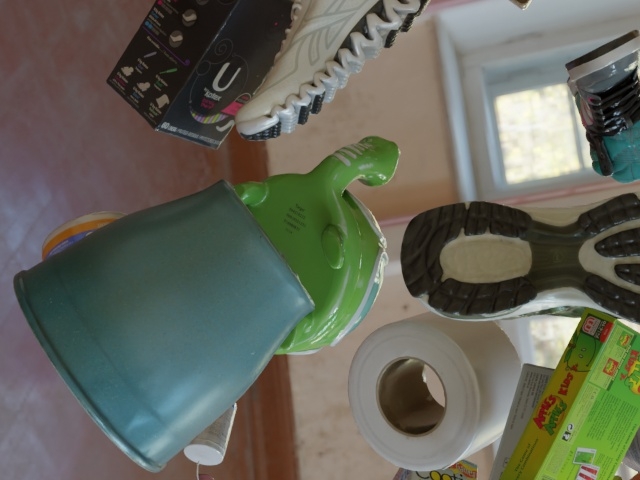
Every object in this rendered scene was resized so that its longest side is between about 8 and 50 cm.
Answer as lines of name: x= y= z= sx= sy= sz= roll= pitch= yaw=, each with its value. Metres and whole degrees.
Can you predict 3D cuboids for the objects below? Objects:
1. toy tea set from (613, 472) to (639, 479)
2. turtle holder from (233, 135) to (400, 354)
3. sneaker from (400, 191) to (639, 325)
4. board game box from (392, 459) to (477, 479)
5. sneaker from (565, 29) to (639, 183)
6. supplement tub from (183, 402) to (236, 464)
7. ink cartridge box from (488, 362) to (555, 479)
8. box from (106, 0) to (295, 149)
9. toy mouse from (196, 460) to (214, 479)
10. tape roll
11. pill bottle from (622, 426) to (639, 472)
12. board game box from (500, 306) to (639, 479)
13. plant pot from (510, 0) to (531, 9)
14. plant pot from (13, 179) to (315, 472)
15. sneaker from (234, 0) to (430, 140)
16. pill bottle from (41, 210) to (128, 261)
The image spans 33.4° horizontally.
toy tea set: x=0.542 y=0.460 z=1.529 sx=0.200 sy=0.124 sz=0.336 roll=30 pitch=17 yaw=-16
turtle holder: x=-0.017 y=0.005 z=1.544 sx=0.227 sy=0.243 sz=0.321 roll=8 pitch=84 yaw=-58
sneaker: x=0.298 y=0.030 z=1.232 sx=0.182 sy=0.410 sz=0.158 roll=62 pitch=33 yaw=-80
board game box: x=0.208 y=0.543 z=2.059 sx=0.275 sy=0.144 sz=0.142 roll=-72 pitch=-174 yaw=-61
sneaker: x=0.409 y=-0.170 z=1.449 sx=0.178 sy=0.123 sz=0.295 roll=65 pitch=11 yaw=6
supplement tub: x=-0.185 y=0.315 z=1.793 sx=0.071 sy=0.071 sz=0.107 roll=64 pitch=29 yaw=-43
ink cartridge box: x=0.270 y=0.349 z=1.474 sx=0.275 sy=0.060 sz=0.239 roll=-62 pitch=155 yaw=-43
box: x=-0.173 y=-0.298 z=1.638 sx=0.143 sy=0.270 sz=0.165 roll=43 pitch=16 yaw=27
toy mouse: x=-0.173 y=0.417 z=1.637 sx=0.143 sy=0.031 sz=0.161 roll=30 pitch=59 yaw=-80
tape roll: x=0.189 y=0.239 z=1.752 sx=0.169 sy=0.246 sz=0.246 roll=-8 pitch=88 yaw=-55
pill bottle: x=0.417 y=0.206 z=1.256 sx=0.283 sy=0.160 sz=0.160 roll=161 pitch=-80 yaw=-86
board game box: x=0.251 y=0.164 z=0.998 sx=0.092 sy=0.043 sz=0.181 roll=27 pitch=90 yaw=-30
plant pot: x=0.303 y=-0.416 z=1.629 sx=0.109 sy=0.109 sz=0.096 roll=38 pitch=4 yaw=14
plant pot: x=-0.158 y=0.073 z=1.199 sx=0.272 sy=0.255 sz=0.271 roll=53 pitch=-3 yaw=4
sneaker: x=-0.003 y=-0.232 z=1.267 sx=0.118 sy=0.292 sz=0.110 roll=46 pitch=-14 yaw=0
pill bottle: x=-0.284 y=0.110 z=1.467 sx=0.152 sy=0.152 sz=0.272 roll=47 pitch=20 yaw=-62
